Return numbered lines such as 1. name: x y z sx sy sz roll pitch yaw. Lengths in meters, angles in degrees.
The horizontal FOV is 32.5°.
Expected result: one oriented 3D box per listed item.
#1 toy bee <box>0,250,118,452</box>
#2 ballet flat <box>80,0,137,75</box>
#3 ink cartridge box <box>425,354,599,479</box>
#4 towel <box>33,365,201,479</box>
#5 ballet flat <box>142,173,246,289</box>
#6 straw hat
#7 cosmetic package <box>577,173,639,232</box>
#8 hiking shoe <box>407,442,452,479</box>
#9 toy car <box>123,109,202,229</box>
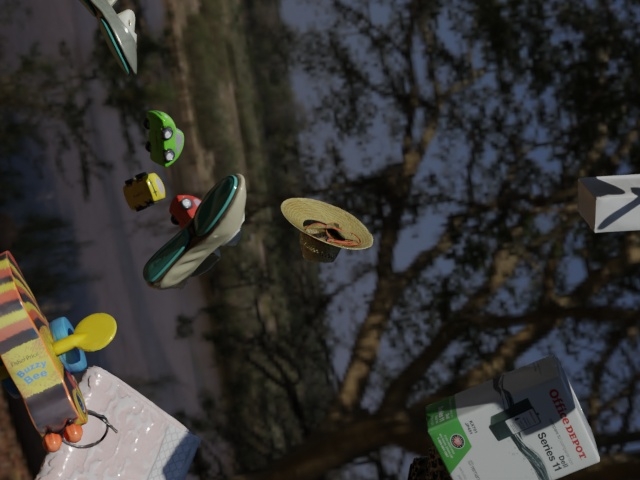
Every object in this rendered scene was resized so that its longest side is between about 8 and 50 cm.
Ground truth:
1. toy bee: -0.313 0.161 1.292 0.298 0.195 0.162 44 6 -29
2. ballet flat: -0.331 -0.361 1.730 0.213 0.068 0.072 56 -13 3
3. ink cartridge box: 0.278 0.279 1.591 0.153 0.208 0.087 62 11 -12
4. towel: -0.353 0.422 1.850 0.317 0.053 0.331 45 58 -46
5. ballet flat: -0.170 -0.006 1.651 0.086 0.248 0.086 33 33 -25
6. straw hat: 0.000 0.000 1.572 0.144 0.145 0.061 -104 -148 -62
7. cosmetic package: 0.514 -0.059 1.640 0.099 0.239 0.060 -98 -175 -70
8. hiking shoe: 0.265 0.446 2.106 0.304 0.132 0.113 124 -22 -67
9. toy car: -0.262 -0.123 1.905 0.239 0.053 0.224 28 -51 39
